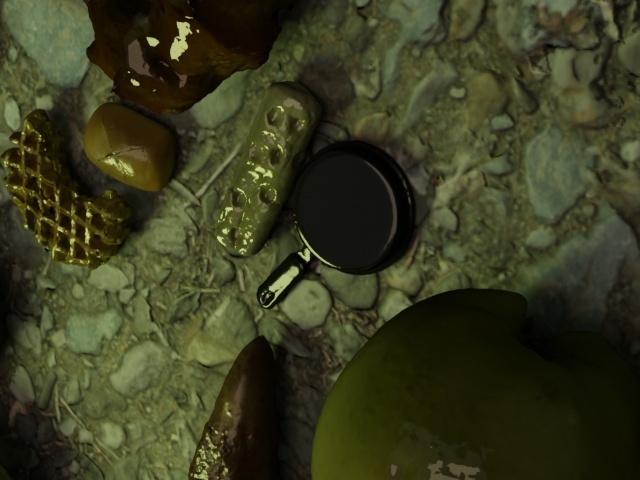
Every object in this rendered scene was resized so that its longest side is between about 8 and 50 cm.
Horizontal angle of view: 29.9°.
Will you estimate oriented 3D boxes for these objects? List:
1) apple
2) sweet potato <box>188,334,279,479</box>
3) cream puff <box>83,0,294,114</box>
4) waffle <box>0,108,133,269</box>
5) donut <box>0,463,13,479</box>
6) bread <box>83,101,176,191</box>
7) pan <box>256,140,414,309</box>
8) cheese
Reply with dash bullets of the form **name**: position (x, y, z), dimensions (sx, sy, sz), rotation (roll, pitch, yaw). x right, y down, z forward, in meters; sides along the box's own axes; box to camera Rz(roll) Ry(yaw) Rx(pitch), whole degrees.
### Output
- **apple**: position (0.142, 0.182, 1.033), dimensions (0.292, 0.292, 0.254), rotation (30, 115, 24)
- **sweet potato**: position (-0.086, 0.270, 1.311), dimensions (0.114, 0.092, 0.342), rotation (-4, 101, 9)
- **cream puff**: position (-0.132, -0.248, 1.171), dimensions (0.269, 0.155, 0.241), rotation (-10, 92, 42)
- **waffle**: position (-0.293, -0.055, 1.384), dimensions (0.149, 0.051, 0.194), rotation (-44, 76, 38)
- **donut**: position (-0.513, 0.389, 1.551), dimensions (0.307, 0.150, 0.371), rotation (1, 118, 25)
- **bread**: position (-0.214, -0.101, 1.316), dimensions (0.115, 0.056, 0.082), rotation (33, 119, 23)
- **pan**: position (0.000, 0.000, 1.215), dimensions (0.136, 0.028, 0.235), rotation (52, 124, 12)
- **cheese**: position (-0.054, -0.071, 1.225), dimensions (0.065, 0.043, 0.194), rotation (37, 120, 22)
